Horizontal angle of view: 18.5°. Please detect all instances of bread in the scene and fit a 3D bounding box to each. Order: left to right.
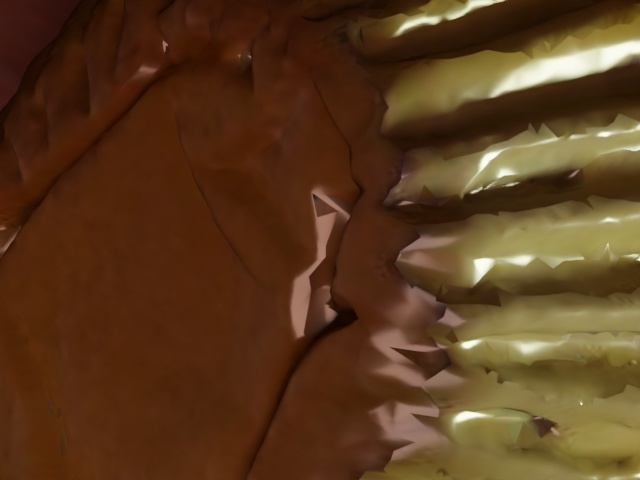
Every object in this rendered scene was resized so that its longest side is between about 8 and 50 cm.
[{"bbox_3d":[0.000,0.000,0.592,0.274,0.149,0.274,1,92,35],"label":"bread"}]
